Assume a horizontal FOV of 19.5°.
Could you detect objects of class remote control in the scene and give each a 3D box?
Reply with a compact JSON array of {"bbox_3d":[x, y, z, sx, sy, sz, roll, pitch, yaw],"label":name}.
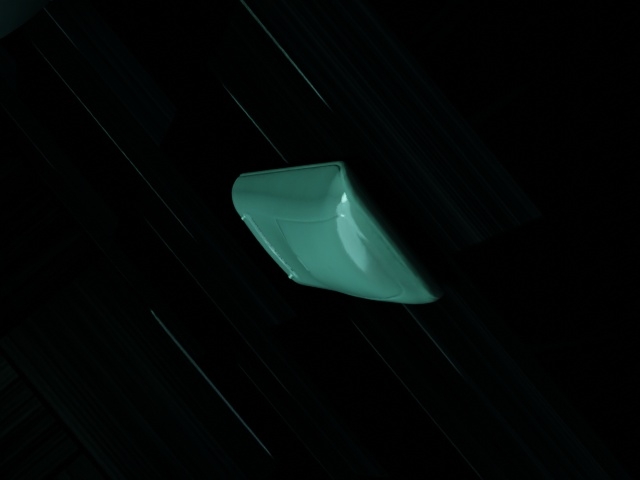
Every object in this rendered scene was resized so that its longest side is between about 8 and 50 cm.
[{"bbox_3d":[0.001,-0.001,1.265,0.103,0.051,0.293,52,170,-10],"label":"remote control"}]

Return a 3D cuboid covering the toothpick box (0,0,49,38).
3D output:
[{"bbox_3d":[-0.272,-0.229,1.056,0.355,0.263,0.263,37,163,44],"label":"toothpick box"}]
